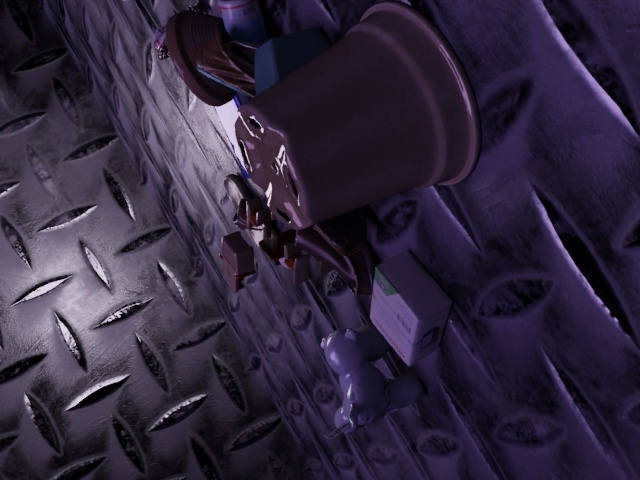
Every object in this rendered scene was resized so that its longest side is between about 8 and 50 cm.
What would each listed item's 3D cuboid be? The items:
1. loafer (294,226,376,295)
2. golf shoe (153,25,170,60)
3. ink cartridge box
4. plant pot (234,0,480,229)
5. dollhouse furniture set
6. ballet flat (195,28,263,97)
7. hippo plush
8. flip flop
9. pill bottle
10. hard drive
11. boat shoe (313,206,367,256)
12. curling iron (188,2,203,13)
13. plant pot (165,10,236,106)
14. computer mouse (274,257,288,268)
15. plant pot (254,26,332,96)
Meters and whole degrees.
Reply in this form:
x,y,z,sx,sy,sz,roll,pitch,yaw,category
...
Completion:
x,y,z,sx,sy,sz,roll,pitch,yaw,category
0.000,0.000,1.973,0.366,0.130,0.134,52,159,25,loafer
-0.459,-0.588,2.417,0.086,0.067,0.186,65,161,-5,golf shoe
0.186,0.147,1.765,0.154,0.093,0.212,51,157,29,ink cartridge box
0.039,-0.181,1.368,0.334,0.305,0.334,50,157,30,plant pot
-0.123,0.020,2.121,0.262,0.259,0.135,47,147,39,dollhouse furniture set
-0.105,-0.338,1.767,0.342,0.116,0.124,35,114,4,ballet flat
0.081,0.338,2.051,0.234,0.294,0.237,-40,70,48,hippo plush
-0.232,-0.085,2.485,0.277,0.080,0.112,57,142,23,flip flop
-0.163,-0.463,1.817,0.087,0.087,0.160,36,148,50,pill bottle
-0.218,-0.317,2.222,0.210,0.040,0.319,12,127,65,hard drive
0.008,-0.091,1.876,0.324,0.122,0.120,59,167,31,boat shoe
-0.287,-0.482,2.090,0.068,0.035,0.274,124,130,-68,curling iron
-0.246,-0.444,1.949,0.237,0.109,0.237,46,-148,-40,plant pot
-0.115,0.044,2.452,0.193,0.042,0.106,22,136,61,computer mouse
-0.034,-0.286,1.637,0.165,0.165,0.234,1,110,68,plant pot
